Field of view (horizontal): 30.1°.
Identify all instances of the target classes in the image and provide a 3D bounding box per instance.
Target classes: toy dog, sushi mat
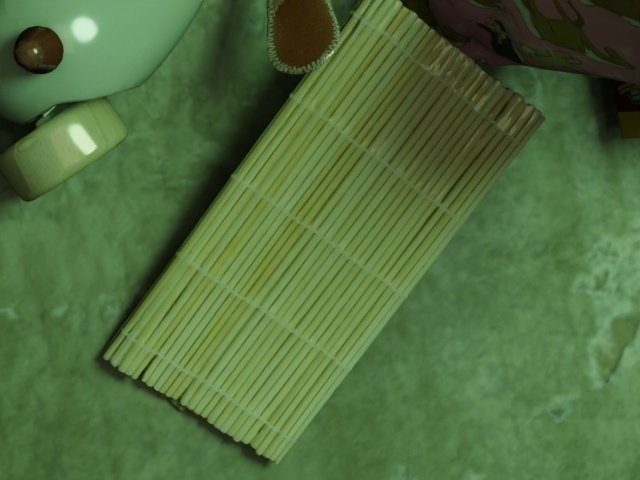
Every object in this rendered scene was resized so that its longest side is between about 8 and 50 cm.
[{"bbox_3d":[-0.095,-0.169,0.722,0.220,0.161,0.334,38,84,-19],"label":"toy dog"},{"bbox_3d":[0.000,0.000,0.799,0.151,0.019,0.316,33,103,-19],"label":"sushi mat"}]

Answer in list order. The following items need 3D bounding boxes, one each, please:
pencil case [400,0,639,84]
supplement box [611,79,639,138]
[{"bbox_3d":[0.178,-0.160,0.701,0.160,0.386,0.167,-41,117,-9],"label":"pencil case"},{"bbox_3d":[0.311,-0.191,0.859,0.191,0.129,0.194,-19,101,-23],"label":"supplement box"}]
